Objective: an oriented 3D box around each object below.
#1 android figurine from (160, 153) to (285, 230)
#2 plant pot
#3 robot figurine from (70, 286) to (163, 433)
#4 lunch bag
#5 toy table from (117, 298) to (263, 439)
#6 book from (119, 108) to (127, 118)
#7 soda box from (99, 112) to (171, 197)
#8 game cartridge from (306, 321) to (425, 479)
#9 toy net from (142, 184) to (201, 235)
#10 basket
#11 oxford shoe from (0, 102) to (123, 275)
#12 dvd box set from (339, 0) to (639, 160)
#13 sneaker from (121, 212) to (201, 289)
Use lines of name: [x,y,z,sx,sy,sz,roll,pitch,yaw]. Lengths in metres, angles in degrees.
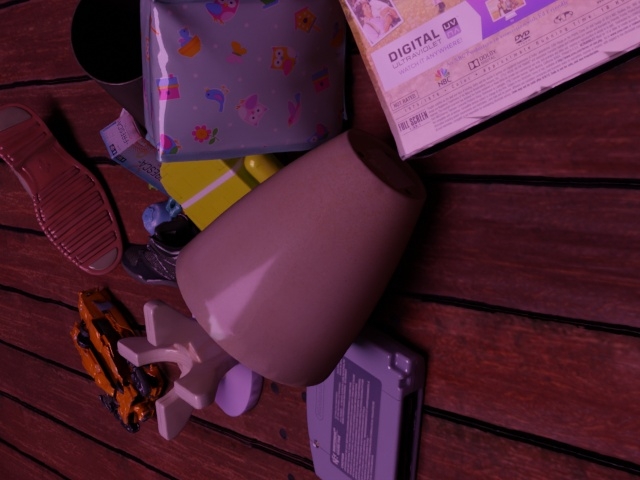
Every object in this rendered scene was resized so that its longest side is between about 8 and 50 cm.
android figurine: [-0.127,-0.063,1.476,0.273,0.056,0.248,45,146,-11]
plant pot: [0.000,0.000,1.285,0.274,0.256,0.256,-48,64,23]
robot figurine: [-0.408,0.242,2.041,0.291,0.085,0.211,51,140,26]
lunch bag: [-0.091,-0.225,1.291,0.160,0.262,0.223,-130,38,-64]
toy table: [-0.211,0.192,1.700,0.252,0.161,0.274,8,113,51]
book: [-0.293,-0.191,1.730,0.144,0.035,0.096,54,134,25]
soda box: [-0.270,-0.134,1.614,0.063,0.183,0.058,-33,63,9]
game cartridge: [0.059,0.250,1.467,0.198,0.062,0.297,34,130,45]
toy net: [-0.225,-0.058,1.710,0.232,0.045,0.122,7,82,48]
basket: [-0.238,-0.246,1.471,0.204,0.154,0.227,68,-174,30]
oxford shoe: [-0.507,-0.096,2.015,0.397,0.140,0.146,56,173,11]
dvd box set: [0.137,-0.329,0.991,0.308,0.062,0.420,-25,84,32]
sneaker: [-0.251,0.011,1.633,0.227,0.087,0.130,13,131,45]
